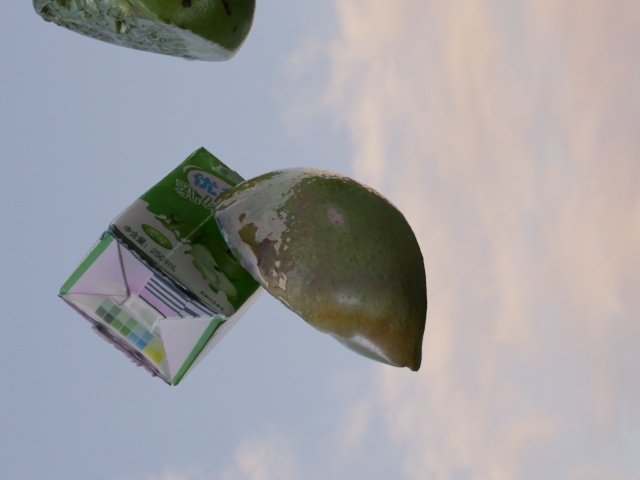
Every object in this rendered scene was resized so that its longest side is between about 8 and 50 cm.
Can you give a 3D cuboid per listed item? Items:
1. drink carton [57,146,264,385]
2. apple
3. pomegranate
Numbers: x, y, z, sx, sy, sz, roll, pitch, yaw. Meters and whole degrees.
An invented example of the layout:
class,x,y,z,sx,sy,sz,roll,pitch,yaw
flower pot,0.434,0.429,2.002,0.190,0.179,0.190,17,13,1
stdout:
class,x,y,z,sx,sy,sz,roll,pitch,yaw
drink carton,-0.133,0.022,1.525,0.161,0.108,0.271,39,-152,0
apple,0.000,0.000,1.445,0.193,0.120,0.265,19,-157,-32
pomegranate,-0.222,-0.372,2.042,0.358,0.310,0.216,12,-93,-73
